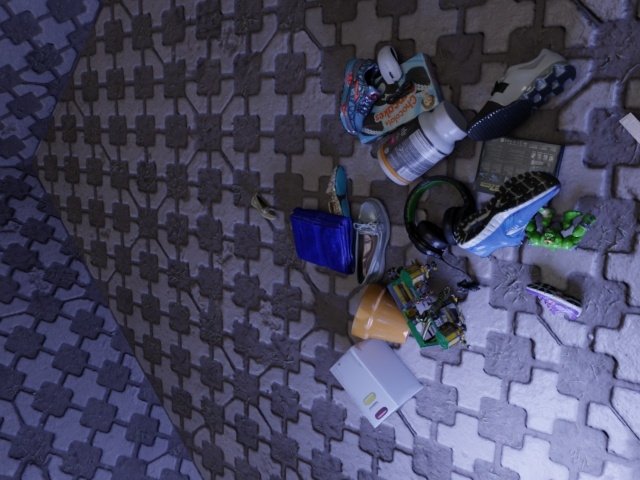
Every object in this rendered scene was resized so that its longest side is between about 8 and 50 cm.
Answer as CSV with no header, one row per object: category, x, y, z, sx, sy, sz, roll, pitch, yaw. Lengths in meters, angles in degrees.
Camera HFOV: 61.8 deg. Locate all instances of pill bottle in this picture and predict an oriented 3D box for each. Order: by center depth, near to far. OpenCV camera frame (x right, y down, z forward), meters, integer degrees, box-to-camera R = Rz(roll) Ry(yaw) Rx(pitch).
pill bottle,0.333,-0.316,1.741,0.278,0.162,0.162,-38,76,34

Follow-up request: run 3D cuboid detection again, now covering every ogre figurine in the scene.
ogre figurine,0.692,-0.032,1.574,0.196,0.097,0.118,11,86,19

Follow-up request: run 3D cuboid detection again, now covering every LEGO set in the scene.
LEGO set,0.382,0.192,1.750,0.331,0.192,0.255,58,160,15

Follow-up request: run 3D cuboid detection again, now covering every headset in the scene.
headset,0.426,-0.020,1.768,0.243,0.185,0.395,-28,66,37

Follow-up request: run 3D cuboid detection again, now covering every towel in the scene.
towel,0.000,0.000,2.040,0.308,0.076,0.228,16,117,48

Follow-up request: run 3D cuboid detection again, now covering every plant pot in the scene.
plant pot,0.235,0.276,1.910,0.187,0.205,0.205,21,111,15

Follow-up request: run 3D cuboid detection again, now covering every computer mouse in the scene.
computer mouse,0.232,-0.558,1.774,0.106,0.042,0.193,-29,77,37

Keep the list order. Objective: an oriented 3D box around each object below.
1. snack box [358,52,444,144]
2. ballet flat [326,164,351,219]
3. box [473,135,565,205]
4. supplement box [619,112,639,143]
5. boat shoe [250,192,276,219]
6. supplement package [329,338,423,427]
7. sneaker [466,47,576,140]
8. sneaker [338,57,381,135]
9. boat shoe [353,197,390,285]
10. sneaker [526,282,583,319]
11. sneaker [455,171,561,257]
snack box,0.251,-0.477,1.835,0.321,0.060,0.187,-22,84,37
ballet flat,0.060,-0.161,2.014,0.077,0.091,0.241,-6,93,33
box,0.598,-0.218,1.626,0.232,0.059,0.184,17,108,32
supplement box,0.849,-0.293,1.426,0.036,0.062,0.098,-44,71,35
boat shoe,-0.237,-0.142,2.260,0.153,0.056,0.048,44,125,31
supplement package,0.205,0.502,1.952,0.262,0.204,0.145,49,122,20
sneaker,0.563,-0.428,1.574,0.330,0.122,0.146,-35,50,19
sneaker,0.139,-0.487,1.815,0.125,0.104,0.262,10,101,34
boat shoe,0.177,0.006,1.948,0.118,0.103,0.321,12,105,34
sneaker,0.699,0.185,1.620,0.169,0.068,0.071,31,121,28
sneaker,0.566,-0.070,1.585,0.330,0.147,0.130,-41,31,24
